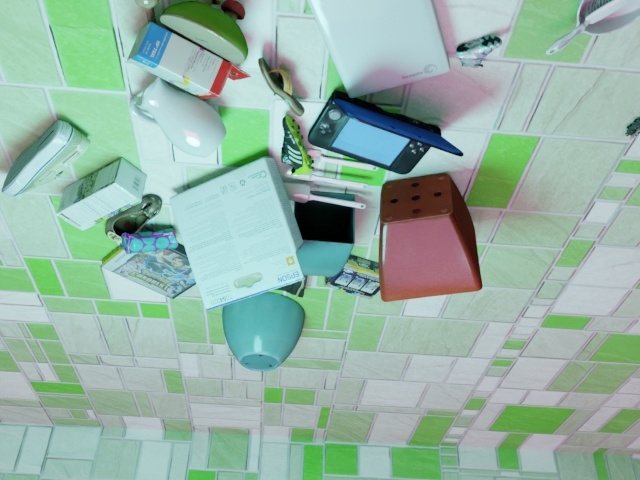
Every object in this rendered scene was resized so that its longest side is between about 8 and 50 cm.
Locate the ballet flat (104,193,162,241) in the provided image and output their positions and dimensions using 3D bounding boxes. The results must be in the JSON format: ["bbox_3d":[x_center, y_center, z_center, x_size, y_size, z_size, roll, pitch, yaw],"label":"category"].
[{"bbox_3d":[-0.540,-0.054,1.928,0.250,0.058,0.084,-28,134,33],"label":"ballet flat"}]

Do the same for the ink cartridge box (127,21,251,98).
[{"bbox_3d":[-0.279,-0.366,1.431,0.231,0.077,0.134,23,179,-25],"label":"ink cartridge box"}]

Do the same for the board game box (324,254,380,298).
[{"bbox_3d":[0.118,0.114,2.135,0.170,0.048,0.141,18,138,-20],"label":"board game box"}]

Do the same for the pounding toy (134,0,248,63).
[{"bbox_3d":[-0.236,-0.455,1.340,0.237,0.110,0.183,24,177,1],"label":"pounding toy"}]

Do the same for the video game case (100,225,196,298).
[{"bbox_3d":[-0.507,0.078,2.123,0.275,0.035,0.248,31,134,-33],"label":"video game case"}]

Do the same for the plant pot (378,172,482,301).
[{"bbox_3d":[0.272,-0.026,1.790,0.267,0.267,0.235,-8,128,13],"label":"plant pot"}]

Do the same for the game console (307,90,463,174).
[{"bbox_3d":[0.142,-0.221,1.581,0.293,0.173,0.250,16,141,-18],"label":"game console"}]

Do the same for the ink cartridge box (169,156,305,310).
[{"bbox_3d":[-0.214,-0.013,1.783,0.324,0.329,0.071,-19,179,25],"label":"ink cartridge box"}]

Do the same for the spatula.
[{"bbox_3d":[0.019,-0.158,1.773,0.242,0.019,0.168,9,122,-10],"label":"spatula"}]

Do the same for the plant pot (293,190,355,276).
[{"bbox_3d":[0.000,0.000,1.897,0.166,0.165,0.234,4,146,-3],"label":"plant pot"}]

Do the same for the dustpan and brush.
[{"bbox_3d":[0.544,-0.449,1.351,0.211,0.060,0.147,-30,133,35],"label":"dustpan and brush"}]

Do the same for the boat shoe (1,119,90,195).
[{"bbox_3d":[-0.705,-0.189,1.718,0.302,0.109,0.094,-30,135,32],"label":"boat shoe"}]

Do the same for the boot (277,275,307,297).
[{"bbox_3d":[-0.110,0.114,2.129,0.137,0.076,0.197,10,142,-2],"label":"boot"}]

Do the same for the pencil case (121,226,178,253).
[{"bbox_3d":[-0.493,0.000,1.947,0.152,0.064,0.070,-8,148,-29],"label":"pencil case"}]

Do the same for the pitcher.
[{"bbox_3d":[-0.338,-0.283,1.580,0.207,0.125,0.178,38,152,-25],"label":"pitcher"}]

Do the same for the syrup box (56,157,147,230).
[{"bbox_3d":[-0.589,-0.122,1.811,0.237,0.093,0.096,-22,138,28],"label":"syrup box"}]

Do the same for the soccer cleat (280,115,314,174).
[{"bbox_3d":[-0.072,-0.227,1.664,0.072,0.060,0.178,-11,135,13],"label":"soccer cleat"}]

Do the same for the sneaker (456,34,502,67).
[{"bbox_3d":[0.347,-0.399,1.450,0.098,0.038,0.069,-6,145,26],"label":"sneaker"}]

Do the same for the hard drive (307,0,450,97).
[{"bbox_3d":[0.111,-0.458,1.370,0.233,0.047,0.353,-12,141,17],"label":"hard drive"}]

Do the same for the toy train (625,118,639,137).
[{"bbox_3d":[0.780,-0.296,1.577,0.036,0.027,0.158,9,144,-27],"label":"toy train"}]

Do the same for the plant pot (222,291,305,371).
[{"bbox_3d":[-0.203,0.333,2.319,0.291,0.195,0.290,1,143,1],"label":"plant pot"}]

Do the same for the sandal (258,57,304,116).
[{"bbox_3d":[-0.081,-0.350,1.510,0.049,0.072,0.180,-32,135,16],"label":"sandal"}]
